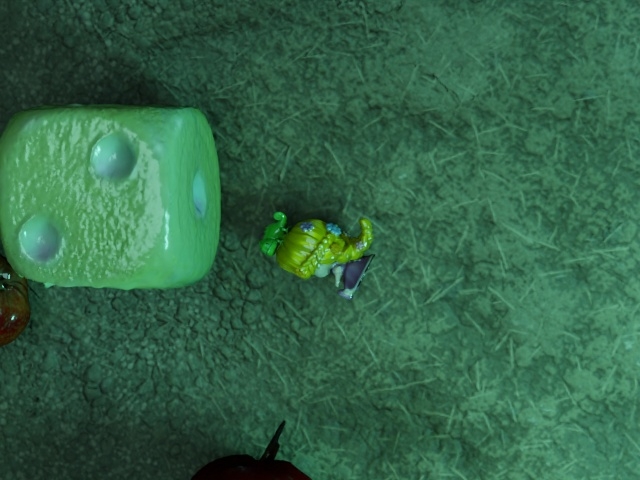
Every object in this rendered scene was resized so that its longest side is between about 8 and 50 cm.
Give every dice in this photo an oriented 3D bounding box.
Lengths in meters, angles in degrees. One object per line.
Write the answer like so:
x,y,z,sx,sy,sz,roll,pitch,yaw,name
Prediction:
-0.284,-0.061,1.674,0.249,0.252,0.255,-2,93,12,dice

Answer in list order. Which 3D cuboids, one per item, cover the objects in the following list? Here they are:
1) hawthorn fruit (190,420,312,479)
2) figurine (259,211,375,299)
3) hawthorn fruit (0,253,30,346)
-0.079,0.397,1.685,0.254,0.254,0.300,15,69,10,hawthorn fruit
0.000,0.000,1.700,0.156,0.095,0.115,26,110,5,figurine
-0.527,0.104,1.800,0.203,0.162,0.163,-36,86,29,hawthorn fruit
